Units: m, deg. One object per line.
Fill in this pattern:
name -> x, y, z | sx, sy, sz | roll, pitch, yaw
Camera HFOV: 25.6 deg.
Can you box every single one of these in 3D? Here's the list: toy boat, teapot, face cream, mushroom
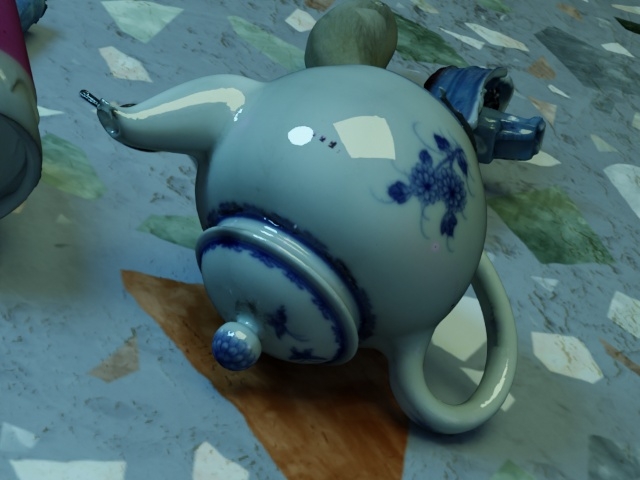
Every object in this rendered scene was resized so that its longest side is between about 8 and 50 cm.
toy boat -> 0.176, -0.123, 1.587 | 0.143, 0.129, 0.309 | 14, 28, 13
teapot -> 0.000, 0.000, 1.174 | 0.424, 0.252, 0.280 | 43, 62, -11
face cream -> -0.324, -0.125, 1.154 | 0.175, 0.175, 0.194 | 5, 50, -31
mushroom -> 0.034, -0.208, 1.668 | 0.108, 0.096, 0.247 | 19, 34, -9

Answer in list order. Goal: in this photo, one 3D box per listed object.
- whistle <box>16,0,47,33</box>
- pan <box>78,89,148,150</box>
whistle -> -0.353, -0.195, 1.398 | 0.062, 0.062, 0.304 | 24, 29, 0
pan -> -0.202, -0.131, 1.439 | 0.115, 0.023, 0.068 | 34, 32, 18
